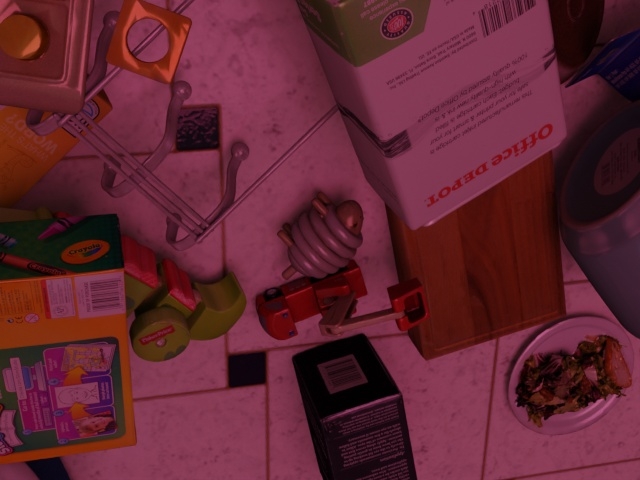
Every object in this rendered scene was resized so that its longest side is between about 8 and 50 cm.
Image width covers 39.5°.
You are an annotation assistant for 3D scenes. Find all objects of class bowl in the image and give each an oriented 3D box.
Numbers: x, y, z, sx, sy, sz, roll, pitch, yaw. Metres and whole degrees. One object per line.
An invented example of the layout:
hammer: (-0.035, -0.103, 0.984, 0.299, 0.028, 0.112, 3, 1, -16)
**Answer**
bowl: (0.400, -0.050, 1.046, 0.163, 0.311, 0.311, 30, 103, -16)

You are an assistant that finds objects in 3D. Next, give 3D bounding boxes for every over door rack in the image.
over door rack: (-0.100, -0.158, 0.917, 0.324, 0.108, 0.239, -35, 135, 10)

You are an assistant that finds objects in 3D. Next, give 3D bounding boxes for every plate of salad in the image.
plate of salad: (0.366, 0.202, 1.283, 0.199, 0.048, 0.200, -6, 116, -13)

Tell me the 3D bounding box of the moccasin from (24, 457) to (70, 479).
moccasin: (-0.380, 0.318, 1.099, 0.116, 0.138, 0.342, -14, 100, 7)

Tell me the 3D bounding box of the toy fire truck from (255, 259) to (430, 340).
toy fire truck: (0.022, 0.082, 1.085, 0.192, 0.135, 0.047, -21, 117, -6)

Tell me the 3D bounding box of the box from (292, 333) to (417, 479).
box: (0.048, 0.256, 1.162, 0.108, 0.153, 0.207, -17, 118, -8)

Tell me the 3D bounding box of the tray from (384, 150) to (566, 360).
tray: (0.184, -0.063, 1.101, 0.202, 0.076, 0.411, -16, 117, -8)

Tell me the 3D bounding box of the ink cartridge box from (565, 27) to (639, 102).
ink cartridge box: (0.462, -0.249, 1.034, 0.332, 0.165, 0.065, -26, 84, -5)

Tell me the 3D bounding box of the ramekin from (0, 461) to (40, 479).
ramekin: (-0.426, 0.352, 0.977, 0.277, 0.135, 0.277, 7, 109, 21)

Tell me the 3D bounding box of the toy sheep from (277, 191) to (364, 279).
toy sheep: (0.000, 0.000, 1.075, 0.091, 0.091, 0.132, 37, 113, -26)

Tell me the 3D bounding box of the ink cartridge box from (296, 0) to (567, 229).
ink cartridge box: (0.111, -0.174, 0.849, 0.198, 0.115, 0.273, -31, 134, -7)

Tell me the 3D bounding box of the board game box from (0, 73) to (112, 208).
board game box: (-0.406, -0.105, 0.887, 0.316, 0.064, 0.242, -43, 135, 6)

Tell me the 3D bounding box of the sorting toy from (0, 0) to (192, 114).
sorting toy: (-0.284, -0.212, 0.755, 0.347, 0.047, 0.196, 7, 104, -7)

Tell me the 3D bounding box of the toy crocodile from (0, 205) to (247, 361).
toy crocodile: (-0.229, 0.038, 0.986, 0.340, 0.115, 0.105, 29, 114, -37)

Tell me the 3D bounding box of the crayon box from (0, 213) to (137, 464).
crayon box: (-0.275, 0.107, 0.891, 0.165, 0.081, 0.278, -5, 133, -14)

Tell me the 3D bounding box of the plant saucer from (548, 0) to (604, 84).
plant saucer: (0.271, -0.265, 0.995, 0.198, 0.036, 0.199, -14, 109, -46)
